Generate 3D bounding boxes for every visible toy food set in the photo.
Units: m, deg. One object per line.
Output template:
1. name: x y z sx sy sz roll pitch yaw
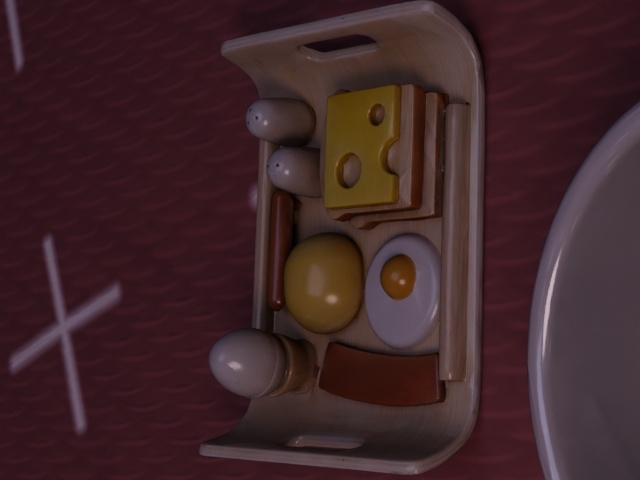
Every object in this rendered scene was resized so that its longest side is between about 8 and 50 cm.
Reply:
1. toy food set: 0.000 0.000 1.027 0.220 0.092 0.306 -4 82 47

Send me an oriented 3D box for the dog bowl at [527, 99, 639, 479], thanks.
1. dog bowl: 0.233 0.067 0.714 0.349 0.102 0.348 3 93 58
